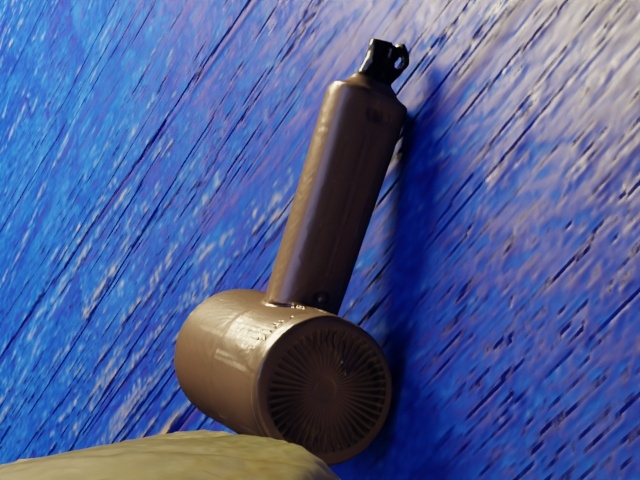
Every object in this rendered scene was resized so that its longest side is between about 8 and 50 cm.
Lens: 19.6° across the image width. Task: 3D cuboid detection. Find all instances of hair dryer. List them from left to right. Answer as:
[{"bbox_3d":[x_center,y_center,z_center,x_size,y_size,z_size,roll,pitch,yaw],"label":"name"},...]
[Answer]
[{"bbox_3d":[0.000,0.000,0.795,0.117,0.064,0.182,15,86,67],"label":"hair dryer"}]

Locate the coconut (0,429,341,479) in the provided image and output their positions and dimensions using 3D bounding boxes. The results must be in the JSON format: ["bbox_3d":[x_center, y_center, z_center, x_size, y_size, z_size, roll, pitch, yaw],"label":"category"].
[{"bbox_3d":[-0.070,0.244,0.522,0.415,0.344,0.415,-57,-17,-27],"label":"coconut"}]
